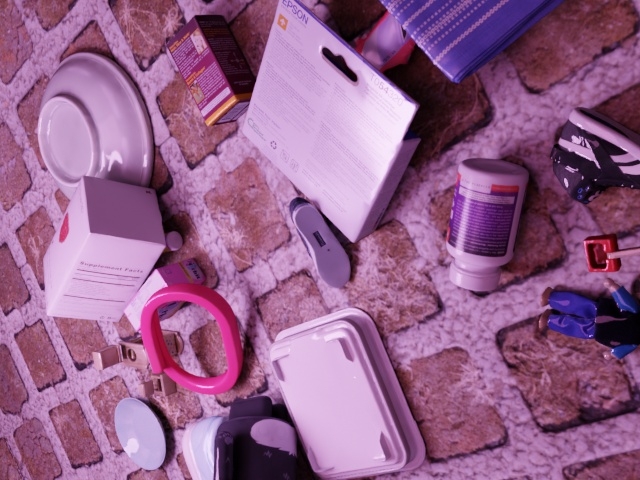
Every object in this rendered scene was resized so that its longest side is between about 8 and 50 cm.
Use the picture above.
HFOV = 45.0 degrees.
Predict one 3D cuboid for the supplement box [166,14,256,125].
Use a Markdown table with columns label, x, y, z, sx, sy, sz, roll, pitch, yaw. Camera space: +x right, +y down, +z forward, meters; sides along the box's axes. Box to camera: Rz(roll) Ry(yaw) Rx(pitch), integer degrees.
| label | x | y | z | sx | sy | sz | roll | pitch | yaw |
| --- | --- | --- | --- | --- | --- | --- | --- | --- | --- |
| supplement box | -0.207 | -0.332 | 1.506 | 0.104 | 0.081 | 0.188 | -32 | 83 | 40 |

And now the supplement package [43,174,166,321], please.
| label | x | y | z | sx | sy | sz | roll | pitch | yaw |
| --- | --- | --- | --- | --- | --- | --- | --- | --- | --- |
| supplement package | -0.494 | 0.025 | 1.742 | 0.293 | 0.175 | 0.177 | -52 | 42 | 35 |

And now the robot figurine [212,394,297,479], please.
| label | x | y | z | sx | sy | sz | roll | pitch | yaw |
| --- | --- | --- | --- | --- | --- | --- | --- | --- | --- |
| robot figurine | -0.135 | 0.464 | 1.576 | 0.173 | 0.209 | 0.278 | 129 | 147 | -53 |

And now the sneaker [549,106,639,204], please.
| label | x | y | z | sx | sy | sz | roll | pitch | yaw |
| --- | --- | --- | --- | --- | --- | --- | --- | --- | --- |
| sneaker | 0.424 | -0.087 | 1.086 | 0.217 | 0.079 | 0.121 | 42 | 128 | 32 |

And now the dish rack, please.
| label | x | y | z | sx | sy | sz | roll | pitch | yaw |
| --- | --- | --- | --- | --- | --- | --- | --- | --- | --- |
| dish rack | 0.031 | 0.318 | 1.516 | 0.286 | 0.072 | 0.332 | -24 | 86 | 41 |

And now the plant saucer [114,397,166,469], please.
| label | x | y | z | sx | sy | sz | roll | pitch | yaw |
| --- | --- | --- | --- | --- | --- | --- | --- | --- | --- |
| plant saucer | -0.448 | 0.485 | 1.964 | 0.195 | 0.037 | 0.194 | 12 | 111 | 35 |

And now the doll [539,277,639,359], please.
| label | x | y | z | sx | sy | sz | roll | pitch | yaw |
| --- | --- | --- | --- | --- | --- | --- | --- | --- | --- |
| doll | 0.426 | 0.115 | 1.157 | 0.189 | 0.046 | 0.129 | 11 | 111 | 36 |

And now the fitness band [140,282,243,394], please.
| label | x | y | z | sx | sy | sz | roll | pitch | yaw |
| --- | --- | --- | --- | --- | --- | --- | --- | --- | --- |
| fitness band | -0.276 | 0.216 | 1.671 | 0.209 | 0.054 | 0.290 | 0 | 122 | 11 |

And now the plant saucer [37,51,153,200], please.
| label | x | y | z | sx | sy | sz | roll | pitch | yaw |
| --- | --- | --- | --- | --- | --- | --- | --- | --- | --- |
| plant saucer | -0.557 | -0.235 | 1.803 | 0.401 | 0.101 | 0.400 | 12 | 111 | 36 |

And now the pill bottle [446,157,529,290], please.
| label | x | y | z | sx | sy | sz | roll | pitch | yaw |
| --- | --- | --- | --- | --- | --- | --- | --- | --- | --- |
| pill bottle | 0.256 | -0.024 | 1.210 | 0.108 | 0.108 | 0.193 | 20 | 114 | 33 |

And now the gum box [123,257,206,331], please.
| label | x | y | z | sx | sy | sz | roll | pitch | yaw |
| --- | --- | --- | --- | --- | --- | --- | --- | --- | --- |
| gum box | -0.354 | 0.125 | 1.739 | 0.188 | 0.107 | 0.062 | -45 | 74 | 37 |

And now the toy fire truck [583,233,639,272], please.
| label | x | y | z | sx | sy | sz | roll | pitch | yaw |
| --- | --- | --- | --- | --- | --- | --- | --- | --- | --- |
| toy fire truck | 0.467 | -0.001 | 1.031 | 0.192 | 0.135 | 0.047 | -7 | 98 | 40 |

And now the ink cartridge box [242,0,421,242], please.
| label | x | y | z | sx | sy | sz | roll | pitch | yaw |
| --- | --- | --- | --- | --- | --- | --- | --- | --- | --- |
| ink cartridge box | 0.018 | -0.213 | 1.328 | 0.324 | 0.071 | 0.330 | 46 | 139 | 20 |

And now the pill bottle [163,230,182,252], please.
| label | x | y | z | sx | sy | sz | roll | pitch | yaw |
| --- | --- | --- | --- | --- | --- | --- | --- | --- | --- |
| pill bottle | -0.353 | 0.006 | 1.745 | 0.083 | 0.043 | 0.043 | -11 | 96 | 40 |

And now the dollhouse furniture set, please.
| label | x | y | z | sx | sy | sz | roll | pitch | yaw |
| --- | --- | --- | --- | --- | --- | --- | --- | --- | --- |
| dollhouse furniture set | -0.410 | 0.309 | 1.788 | 0.101 | 0.182 | 0.160 | 1 | 103 | 38 |

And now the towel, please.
| label | x | y | z | sx | sy | sz | roll | pitch | yaw |
| --- | --- | --- | --- | --- | --- | --- | --- | --- | --- |
| towel | 0.190 | -0.421 | 1.133 | 0.243 | 0.040 | 0.336 | -40 | 74 | 10 |

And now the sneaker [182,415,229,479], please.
| label | x | y | z | sx | sy | sz | roll | pitch | yaw |
| --- | --- | --- | --- | --- | --- | --- | --- | --- | --- |
| sneaker | -0.183 | 0.561 | 1.713 | 0.150 | 0.135 | 0.365 | -36 | 81 | 42 |

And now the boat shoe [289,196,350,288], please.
| label | x | y | z | sx | sy | sz | roll | pitch | yaw |
| --- | --- | --- | --- | --- | --- | --- | --- | --- | --- |
| boat shoe | 0.000 | 0.000 | 1.458 | 0.065 | 0.083 | 0.183 | -27 | 112 | -1 |

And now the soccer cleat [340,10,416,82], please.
| label | x | y | z | sx | sy | sz | roll | pitch | yaw |
| --- | --- | --- | --- | --- | --- | --- | --- | --- | --- |
| soccer cleat | 0.133 | -0.341 | 1.244 | 0.095 | 0.083 | 0.248 | 46 | 128 | -1 |
